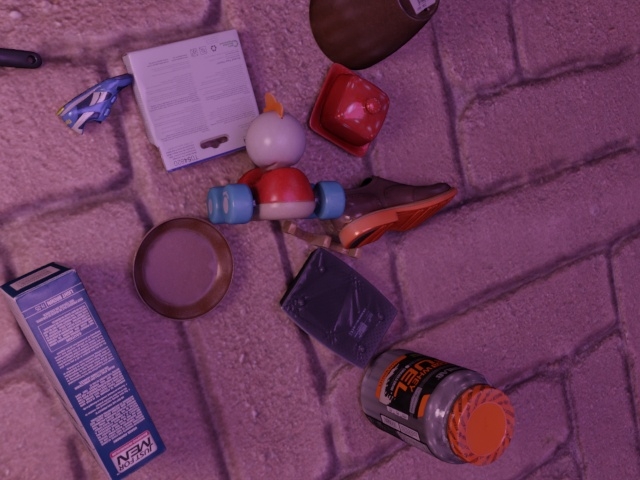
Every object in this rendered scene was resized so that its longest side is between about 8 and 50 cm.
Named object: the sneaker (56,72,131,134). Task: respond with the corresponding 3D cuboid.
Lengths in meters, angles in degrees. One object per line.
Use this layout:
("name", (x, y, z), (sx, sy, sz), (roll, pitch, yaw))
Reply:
("sneaker", (-0.386, -0.241, 1.179), (0.144, 0.053, 0.059), (-38, 110, -14))

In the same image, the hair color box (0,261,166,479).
("hair color box", (-0.398, 0.214, 1.130), (0.105, 0.174, 0.347), (-29, 107, -27))

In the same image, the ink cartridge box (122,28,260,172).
("ink cartridge box", (-0.230, -0.263, 1.270), (0.223, 0.045, 0.224), (-22, 105, -27))

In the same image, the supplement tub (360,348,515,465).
("supplement tub", (0.242, 0.350, 1.429), (0.193, 0.316, 0.194), (-2, 94, -31))

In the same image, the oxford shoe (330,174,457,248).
("oxford shoe", (0.163, -0.094, 1.466), (0.363, 0.130, 0.133), (-17, 70, -43))

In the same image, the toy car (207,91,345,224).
("toy car", (-0.090, -0.154, 1.266), (0.219, 0.210, 0.238), (-3, 93, -23))

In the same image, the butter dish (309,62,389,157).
("butter dish", (0.082, -0.275, 1.409), (0.160, 0.118, 0.160), (27, 79, -30))

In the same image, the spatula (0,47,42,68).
("spatula", (-0.596, -0.296, 1.064), (0.296, 0.030, 0.084), (-3, 96, -30))

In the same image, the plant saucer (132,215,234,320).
("plant saucer", (-0.261, 0.052, 1.278), (0.198, 0.036, 0.199), (-3, 95, -30))

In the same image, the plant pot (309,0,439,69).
("plant pot", (0.127, -0.470, 1.358), (0.215, 0.230, 0.215), (-2, 94, -31))

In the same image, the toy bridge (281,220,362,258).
("toy bridge", (0.000, 0.000, 1.410), (0.188, 0.063, 0.026), (21, 83, -30))

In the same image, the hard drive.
("hard drive", (0.037, 0.147, 1.447), (0.254, 0.054, 0.172), (40, 74, -26))
